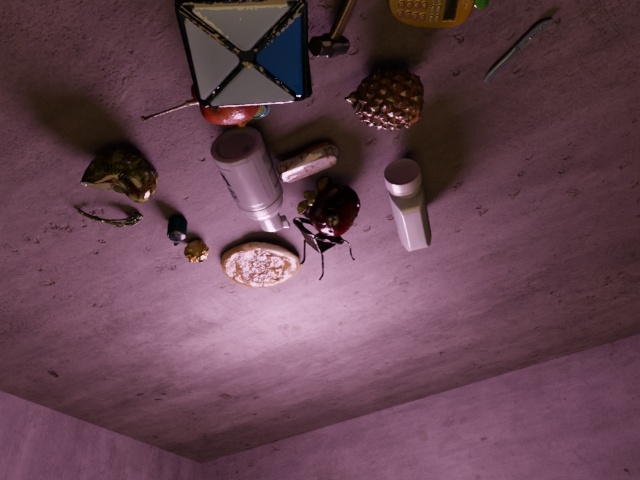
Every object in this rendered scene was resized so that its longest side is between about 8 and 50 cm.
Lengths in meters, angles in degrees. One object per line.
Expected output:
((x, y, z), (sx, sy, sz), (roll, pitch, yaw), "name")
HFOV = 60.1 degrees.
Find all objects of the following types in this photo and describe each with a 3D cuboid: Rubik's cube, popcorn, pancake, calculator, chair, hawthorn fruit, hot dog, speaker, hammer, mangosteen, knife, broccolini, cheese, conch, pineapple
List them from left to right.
((-0.646, -0.069, 1.699), (0.194, 0.052, 0.054), (7, 135, -15), "broccolini")
((-0.542, -0.178, 1.531), (0.187, 0.124, 0.181), (-2, 157, 34), "conch")
((-0.449, -0.027, 1.756), (0.060, 0.075, 0.095), (-8, 141, 3), "speaker")
((-0.411, 0.039, 1.842), (0.082, 0.083, 0.057), (-27, 169, -7), "popcorn")
((-0.282, -0.332, 1.328), (0.285, 0.165, 0.165), (-19, 140, 3), "hawthorn fruit")
((-0.149, -0.448, 1.144), (0.246, 0.249, 0.250), (-5, 142, -2), "Rubik's cube")
((-0.180, -0.332, 1.454), (0.111, 0.017, 0.047), (-29, 117, 19), "cheese")
((-0.209, 0.087, 1.952), (0.282, 0.049, 0.283), (-1, 142, -1), "pancake")
((-0.037, -0.223, 1.583), (0.191, 0.059, 0.108), (-21, 152, 12), "hot dog")
((0.000, 0.000, 1.773), (0.149, 0.174, 0.213), (-35, 136, -18), "chair")
((0.027, -0.104, 1.670), (0.180, 0.166, 0.166), (32, 136, 4), "mangosteen")
((0.084, -0.558, 1.180), (0.111, 0.043, 0.365), (-26, 154, -47), "hammer")
((0.155, -0.351, 1.374), (0.192, 0.166, 0.166), (0, 141, -7), "pineapple")
((0.269, -0.549, 1.243), (0.234, 0.032, 0.146), (-2, 141, -2), "calculator")
((0.487, -0.474, 1.377), (0.028, 0.015, 0.210), (25, 131, -23), "knife")

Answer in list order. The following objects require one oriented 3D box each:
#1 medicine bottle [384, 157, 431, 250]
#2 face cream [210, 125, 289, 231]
((0.269, -0.109, 1.681), (0.111, 0.161, 0.296), (-15, 138, 9), "medicine bottle")
((-0.183, -0.143, 1.592), (0.145, 0.146, 0.370), (-12, 139, 7), "face cream")
